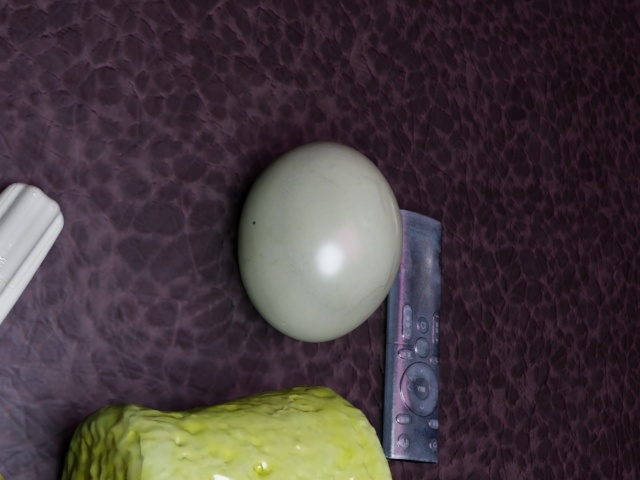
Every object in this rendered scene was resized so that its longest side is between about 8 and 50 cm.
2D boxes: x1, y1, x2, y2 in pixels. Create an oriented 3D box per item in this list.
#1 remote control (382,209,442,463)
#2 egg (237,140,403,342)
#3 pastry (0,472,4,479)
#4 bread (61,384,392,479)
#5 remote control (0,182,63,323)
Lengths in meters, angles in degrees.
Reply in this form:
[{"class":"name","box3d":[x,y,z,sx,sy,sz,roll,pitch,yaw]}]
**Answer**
[{"class":"remote control","box3d":[0.141,0.143,1.469,0.107,0.044,0.377,14,70,-33]},{"class":"egg","box3d":[0.000,0.000,1.270,0.219,0.219,0.269,14,76,-37]},{"class":"pastry","box3d":[-0.406,0.269,0.919,0.240,0.132,0.235,42,57,-26]},{"class":"bread","box3d":[-0.108,0.314,1.029,0.308,0.348,0.348,14,70,-32]},{"class":"remote control","box3d":[-0.368,0.038,1.063,0.090,0.049,0.230,41,58,-22]}]
